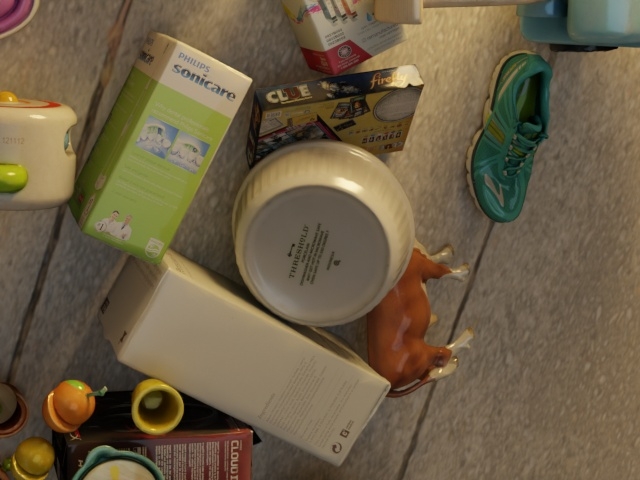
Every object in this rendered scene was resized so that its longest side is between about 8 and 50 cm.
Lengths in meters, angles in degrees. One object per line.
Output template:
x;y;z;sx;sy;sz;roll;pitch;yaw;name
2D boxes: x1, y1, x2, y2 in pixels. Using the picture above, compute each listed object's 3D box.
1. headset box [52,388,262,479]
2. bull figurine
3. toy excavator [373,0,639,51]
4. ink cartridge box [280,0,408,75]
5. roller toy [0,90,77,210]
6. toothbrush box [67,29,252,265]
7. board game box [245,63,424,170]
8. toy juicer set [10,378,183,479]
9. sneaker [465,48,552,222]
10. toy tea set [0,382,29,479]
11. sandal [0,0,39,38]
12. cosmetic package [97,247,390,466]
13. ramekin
-0.236;0.299;1.847;0.293;0.218;0.110;-1;102;-17;headset box
0.136;0.085;1.960;0.188;0.101;0.310;-2;92;-21;bull figurine
0.337;-0.365;1.792;0.432;0.445;0.222;7;105;22;toy excavator
0.021;-0.347;1.817;0.128;0.127;0.176;-28;109;-9;ink cartridge box
-0.422;-0.125;1.677;0.191;0.209;0.146;-8;106;-51;roller toy
-0.229;-0.134;1.748;0.122;0.206;0.283;24;94;-21;toothbrush box
0.017;-0.175;1.851;0.243;0.042;0.165;-10;151;-16;board game box
-0.306;0.338;1.669;0.209;0.089;0.329;8;99;-19;toy juicer set
0.299;-0.158;1.963;0.107;0.110;0.275;3;103;-19;sneaker
-0.528;0.357;1.818;0.200;0.124;0.336;12;100;-20;toy tea set
-0.571;-0.281;1.657;0.416;0.102;0.169;-28;110;-9;sandal
-0.119;0.160;1.855;0.385;0.217;0.156;31;93;-24;cosmetic package
0.000;0.000;1.808;0.272;0.127;0.273;2;110;4;ramekin
